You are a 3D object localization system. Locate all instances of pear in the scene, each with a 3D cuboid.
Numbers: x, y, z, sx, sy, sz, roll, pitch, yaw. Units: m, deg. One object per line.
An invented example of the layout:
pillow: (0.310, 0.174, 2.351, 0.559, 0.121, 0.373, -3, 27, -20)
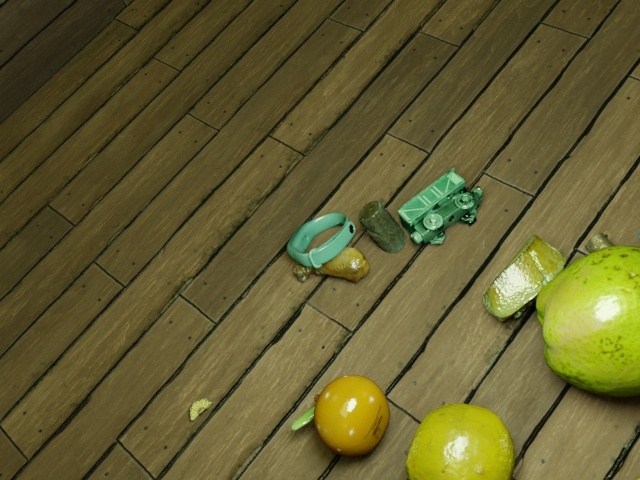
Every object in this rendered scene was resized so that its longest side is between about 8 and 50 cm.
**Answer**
pear: (0.717, 0.205, 1.636, 0.392, 0.391, 0.390, -7, 58, 12)

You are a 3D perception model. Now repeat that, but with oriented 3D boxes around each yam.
yam: (0.843, 0.101, 1.829, 0.066, 0.066, 0.299, -30, 58, -2)
yam: (0.185, -0.047, 2.056, 0.107, 0.183, 0.107, -19, 47, 22)

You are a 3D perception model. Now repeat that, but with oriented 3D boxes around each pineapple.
pineapple: (-0.360, 0.496, 1.976, 0.083, 0.019, 0.045, -44, 64, -12)

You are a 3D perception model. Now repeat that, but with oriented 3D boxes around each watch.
watch: (0.000, 0.000, 2.089, 0.195, 0.068, 0.237, -5, 32, 33)

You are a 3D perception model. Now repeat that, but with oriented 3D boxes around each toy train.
toy train: (0.371, -0.090, 2.056, 0.269, 0.115, 0.154, -37, 48, -7)

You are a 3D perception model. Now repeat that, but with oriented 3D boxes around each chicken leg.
chicken leg: (0.032, 0.082, 2.070, 0.252, 0.087, 0.107, -9, 47, 19)

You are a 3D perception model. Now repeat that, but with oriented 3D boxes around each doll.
doll: (0.057, 0.455, 1.778, 0.236, 0.213, 0.213, 12, 63, 38)

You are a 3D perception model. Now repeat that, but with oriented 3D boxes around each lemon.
lemon: (0.337, 0.533, 1.608, 0.284, 0.260, 0.260, -43, 58, -10)

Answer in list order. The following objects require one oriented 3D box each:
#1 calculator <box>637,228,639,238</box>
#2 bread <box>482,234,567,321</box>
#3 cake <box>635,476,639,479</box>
calculator: (1.028, 0.020, 1.832, 0.303, 0.042, 0.188, 29, 73, 26)
bread: (0.554, 0.115, 1.838, 0.124, 0.186, 0.257, 40, 81, 14)
cake: (0.739, 0.594, 1.553, 0.084, 0.084, 0.044, -43, 55, -11)
